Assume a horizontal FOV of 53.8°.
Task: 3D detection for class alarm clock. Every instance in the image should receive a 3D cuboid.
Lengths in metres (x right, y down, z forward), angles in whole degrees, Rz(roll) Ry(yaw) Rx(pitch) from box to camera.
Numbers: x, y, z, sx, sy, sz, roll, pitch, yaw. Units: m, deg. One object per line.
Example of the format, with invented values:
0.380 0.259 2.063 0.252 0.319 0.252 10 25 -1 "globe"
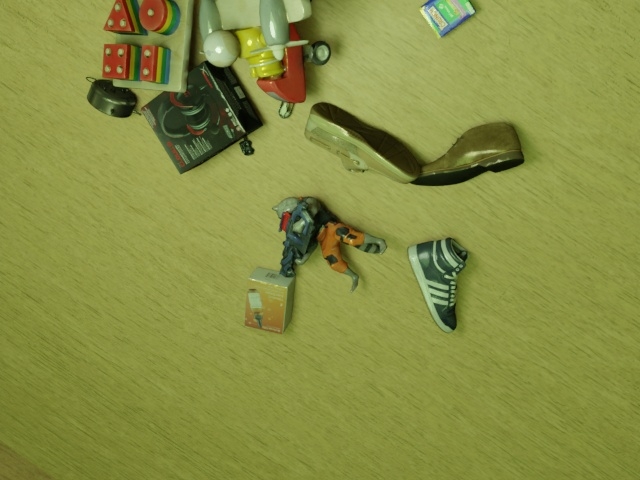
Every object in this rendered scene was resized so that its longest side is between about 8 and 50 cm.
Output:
-0.607 -0.420 1.804 0.192 0.129 0.064 39 117 20 "alarm clock"

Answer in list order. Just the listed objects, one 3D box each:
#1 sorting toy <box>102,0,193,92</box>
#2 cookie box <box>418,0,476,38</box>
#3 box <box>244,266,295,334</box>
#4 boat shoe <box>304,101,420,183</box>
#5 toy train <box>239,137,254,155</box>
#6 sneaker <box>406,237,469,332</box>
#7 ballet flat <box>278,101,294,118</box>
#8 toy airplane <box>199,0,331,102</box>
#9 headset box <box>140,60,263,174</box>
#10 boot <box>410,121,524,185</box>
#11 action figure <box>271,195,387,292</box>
-0.469 -0.532 1.661 0.257 0.089 0.255 12 100 30 "sorting toy"
0.308 -0.561 1.534 0.107 0.040 0.091 -32 101 25 "cookie box"
-0.156 0.185 1.948 0.130 0.091 0.170 11 114 11 "box"
0.109 -0.240 1.682 0.341 0.122 0.110 36 129 15 "boat shoe"
-0.230 -0.316 1.795 0.036 0.027 0.158 -8 110 29 "toy train"
0.365 0.123 1.774 0.153 0.099 0.282 -20 102 24 "sneaker"
-0.087 -0.383 1.719 0.041 0.041 0.114 23 116 5 "ballet flat"
-0.174 -0.529 1.503 0.384 0.272 0.386 45 161 12 "toy airplane"
-0.341 -0.336 1.751 0.293 0.110 0.218 -25 100 30 "headset box"
0.368 -0.219 1.649 0.305 0.112 0.115 -14 77 25 "boot"
0.000 0.000 1.824 0.330 0.178 0.341 38 144 5 "action figure"
